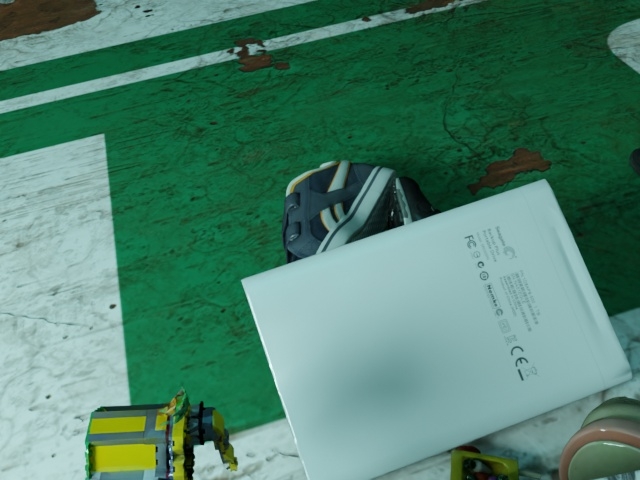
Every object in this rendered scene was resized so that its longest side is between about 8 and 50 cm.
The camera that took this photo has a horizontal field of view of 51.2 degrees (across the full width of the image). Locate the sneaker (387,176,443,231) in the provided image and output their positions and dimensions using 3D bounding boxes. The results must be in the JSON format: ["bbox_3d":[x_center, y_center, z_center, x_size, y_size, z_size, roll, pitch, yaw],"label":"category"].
[{"bbox_3d":[0.167,0.032,0.849,0.124,0.107,0.283,-8,53,-7],"label":"sneaker"}]

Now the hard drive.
[{"bbox_3d":[0.120,0.096,0.709,0.353,0.047,0.233,-18,79,-8],"label":"hard drive"}]

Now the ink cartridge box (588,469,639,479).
[{"bbox_3d":[0.210,0.265,0.428,0.289,0.211,0.121,-18,25,13],"label":"ink cartridge box"}]

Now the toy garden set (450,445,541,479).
[{"bbox_3d":[0.218,0.290,0.603,0.244,0.049,0.204,4,45,12],"label":"toy garden set"}]

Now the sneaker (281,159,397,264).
[{"bbox_3d":[0.000,0.000,0.882,0.127,0.126,0.321,14,37,15],"label":"sneaker"}]

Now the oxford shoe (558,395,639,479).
[{"bbox_3d":[0.406,0.257,0.553,0.397,0.140,0.146,35,30,21],"label":"oxford shoe"}]

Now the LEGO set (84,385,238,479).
[{"bbox_3d":[-0.057,0.273,0.480,0.192,0.331,0.255,-2,30,-5],"label":"LEGO set"}]

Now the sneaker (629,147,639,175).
[{"bbox_3d":[0.514,-0.107,0.942,0.051,0.089,0.170,-20,46,-13],"label":"sneaker"}]
